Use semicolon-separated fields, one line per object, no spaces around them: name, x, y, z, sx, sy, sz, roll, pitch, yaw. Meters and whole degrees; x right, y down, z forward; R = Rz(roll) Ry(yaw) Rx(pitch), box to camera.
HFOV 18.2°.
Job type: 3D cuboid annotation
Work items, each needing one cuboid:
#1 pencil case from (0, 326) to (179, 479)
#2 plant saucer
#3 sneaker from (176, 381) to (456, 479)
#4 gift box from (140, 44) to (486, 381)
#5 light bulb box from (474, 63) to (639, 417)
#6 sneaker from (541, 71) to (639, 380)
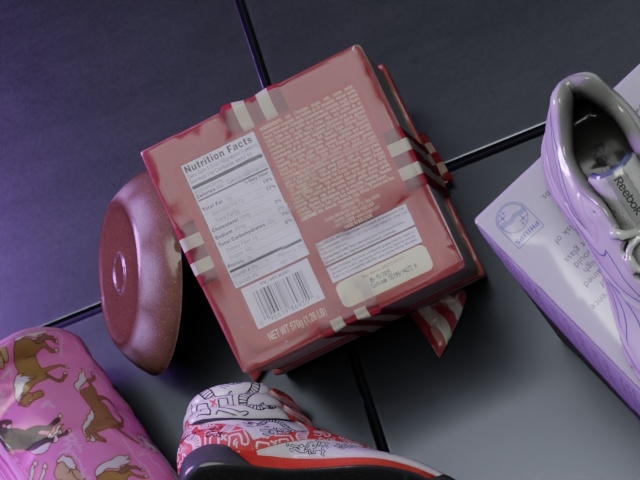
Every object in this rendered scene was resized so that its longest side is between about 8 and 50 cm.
pencil case;-0.195;0.256;1.836;0.160;0.167;0.386;-35;63;-7
plant saucer;-0.177;0.031;1.905;0.036;0.198;0.199;-1;66;-22
sneaker;0.002;0.197;1.835;0.270;0.090;0.145;7;29;-8
gift box;0.000;0.000;1.827;0.255;0.258;0.276;-21;86;7
light bulb box;0.354;0.082;1.622;0.225;0.358;0.361;-44;65;1
sneaker;0.234;0.008;1.418;0.111;0.129;0.297;-33;66;4
